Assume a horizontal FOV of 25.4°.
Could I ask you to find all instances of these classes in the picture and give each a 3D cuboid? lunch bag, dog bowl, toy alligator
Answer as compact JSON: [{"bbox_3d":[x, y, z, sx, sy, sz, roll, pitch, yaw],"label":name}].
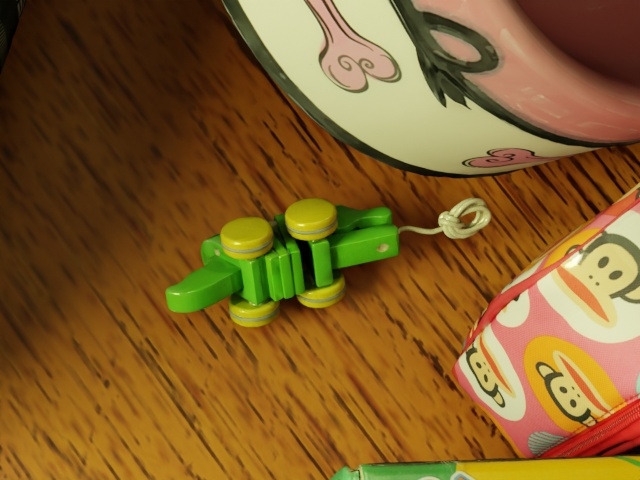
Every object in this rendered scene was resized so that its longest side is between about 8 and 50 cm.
[{"bbox_3d":[0.217,-0.007,0.723,0.293,0.258,0.120,-34,79,-19],"label":"lunch bag"},{"bbox_3d":[0.131,-0.231,0.736,0.408,0.150,0.408,-6,100,-37],"label":"dog bowl"},{"bbox_3d":[0.000,0.000,0.795,0.189,0.056,0.051,-16,33,-16],"label":"toy alligator"}]

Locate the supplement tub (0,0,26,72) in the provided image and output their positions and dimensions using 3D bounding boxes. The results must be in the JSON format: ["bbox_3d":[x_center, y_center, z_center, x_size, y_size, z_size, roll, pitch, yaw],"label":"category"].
[{"bbox_3d":[-0.266,-0.087,0.691,0.207,0.207,0.338,16,69,-4],"label":"supplement tub"}]

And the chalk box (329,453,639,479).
[{"bbox_3d":[0.080,0.204,0.664,0.289,0.180,0.179,-1,70,-10],"label":"chalk box"}]
